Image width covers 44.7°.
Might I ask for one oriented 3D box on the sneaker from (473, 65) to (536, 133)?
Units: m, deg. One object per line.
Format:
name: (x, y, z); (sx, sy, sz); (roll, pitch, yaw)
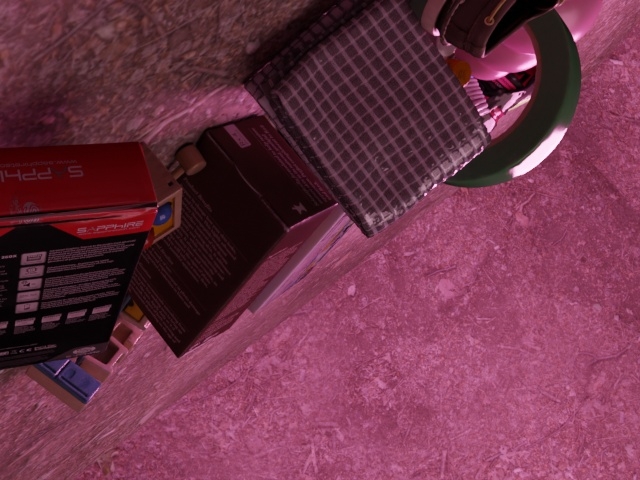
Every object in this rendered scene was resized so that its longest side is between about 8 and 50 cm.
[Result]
sneaker: (0.373, -0.337, 1.838); (0.483, 0.185, 0.202); (-47, 164, -17)

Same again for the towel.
towel: (0.072, -0.175, 1.064); (0.235, 0.283, 0.121); (-39, -156, 0)

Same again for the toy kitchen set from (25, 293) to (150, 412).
toy kitchen set: (-0.403, 0.172, 1.417); (0.166, 0.122, 0.207); (-48, -173, 36)

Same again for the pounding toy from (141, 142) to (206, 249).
pounding toy: (-0.229, -0.047, 1.058); (0.206, 0.094, 0.181); (-35, 169, -21)

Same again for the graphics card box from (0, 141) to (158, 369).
graphics card box: (-0.328, 0.035, 0.845); (0.233, 0.094, 0.371); (-8, 153, -27)

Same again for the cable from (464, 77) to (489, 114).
cable: (0.201, -0.245, 1.540); (0.257, 0.089, 0.257); (-18, -178, 37)

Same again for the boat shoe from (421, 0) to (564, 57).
boat shoe: (0.273, -0.337, 1.022); (0.324, 0.097, 0.116); (-35, 158, -28)

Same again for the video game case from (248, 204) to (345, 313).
video game case: (0.000, 0.000, 1.688); (0.329, 0.036, 0.300); (-48, 173, 24)

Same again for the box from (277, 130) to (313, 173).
box: (0.013, -0.182, 1.351); (0.156, 0.093, 0.158); (-42, 169, 13)

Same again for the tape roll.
tape roll: (0.233, -0.245, 1.207); (0.321, 0.321, 0.077); (-44, 156, 19)

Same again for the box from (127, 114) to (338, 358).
box: (-0.163, 0.002, 1.244); (0.143, 0.191, 0.381); (-29, 166, -47)

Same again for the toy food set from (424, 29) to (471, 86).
toy food set: (0.194, -0.346, 1.131); (0.111, 0.104, 0.232); (14, 100, -36)

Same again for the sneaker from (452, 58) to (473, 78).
sneaker: (0.269, -0.306, 1.749); (0.126, 0.091, 0.240); (-28, 164, -51)

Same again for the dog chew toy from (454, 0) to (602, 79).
dog chew toy: (0.345, -0.394, 1.375); (0.206, 0.206, 0.332); (-36, 177, -21)
